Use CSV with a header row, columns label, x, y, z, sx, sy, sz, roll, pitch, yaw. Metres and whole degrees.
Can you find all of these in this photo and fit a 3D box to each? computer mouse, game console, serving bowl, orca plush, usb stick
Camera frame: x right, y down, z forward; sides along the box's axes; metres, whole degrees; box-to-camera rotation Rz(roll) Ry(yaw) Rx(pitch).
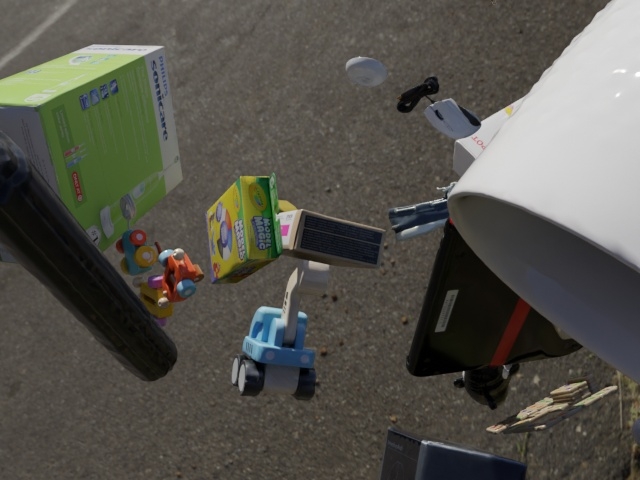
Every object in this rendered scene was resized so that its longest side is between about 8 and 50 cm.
label,x,y,z,sx,sy,sz,roll,pitch,yaw
computer mouse,0.239,-0.240,1.232,0.106,0.193,0.042,-25,51,46
game console,0.321,0.076,1.011,0.342,0.386,0.060,-5,46,-9
serving bowl,0.087,-0.319,1.236,0.083,0.083,0.027,5,74,23
orca plush,0.383,0.314,1.402,0.151,0.287,0.102,-9,53,-5
usb stick,-0.169,0.025,0.453,0.045,0.278,0.077,-36,59,-14

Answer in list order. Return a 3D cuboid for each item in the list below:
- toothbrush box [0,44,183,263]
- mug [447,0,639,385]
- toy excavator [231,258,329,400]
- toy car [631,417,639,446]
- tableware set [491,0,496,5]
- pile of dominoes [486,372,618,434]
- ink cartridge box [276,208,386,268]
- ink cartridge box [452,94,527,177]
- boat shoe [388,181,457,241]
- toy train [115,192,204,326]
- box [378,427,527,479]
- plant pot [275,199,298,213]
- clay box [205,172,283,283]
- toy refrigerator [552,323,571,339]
label,x,y,z,sx,sy,sz,roll,pitch,yaw
toothbrush box,-0.303,-0.121,0.833,0.122,0.206,0.283,6,31,15
mug,0.290,-0.078,0.390,0.276,0.374,0.328,39,87,11
toy excavator,-0.108,0.254,1.935,0.222,0.433,0.445,9,85,-17
toy car,0.784,0.456,1.397,0.159,0.182,0.136,-11,90,8
tableware set,0.277,-0.371,0.822,0.154,0.104,0.024,-21,20,-16
pile of dominoes,0.461,0.333,1.311,0.251,0.196,0.040,-13,78,-32
ink cartridge box,0.000,0.000,1.364,0.234,0.193,0.088,180,103,-68
ink cartridge box,0.496,-0.206,1.497,0.306,0.131,0.226,-31,60,-10
boat shoe,0.258,-0.071,1.269,0.254,0.095,0.079,-21,83,21
toy train,-0.180,0.024,0.731,0.046,0.125,0.166,-9,44,-38
box,0.231,0.609,1.297,0.212,0.293,0.395,14,78,-5
plant pot,-0.106,-0.063,1.797,0.083,0.081,0.081,28,108,42
clay box,-0.122,-0.015,0.995,0.053,0.222,0.127,-2,76,-25
toy refrigerator,0.323,-0.021,0.797,0.094,0.269,0.102,-11,25,5
